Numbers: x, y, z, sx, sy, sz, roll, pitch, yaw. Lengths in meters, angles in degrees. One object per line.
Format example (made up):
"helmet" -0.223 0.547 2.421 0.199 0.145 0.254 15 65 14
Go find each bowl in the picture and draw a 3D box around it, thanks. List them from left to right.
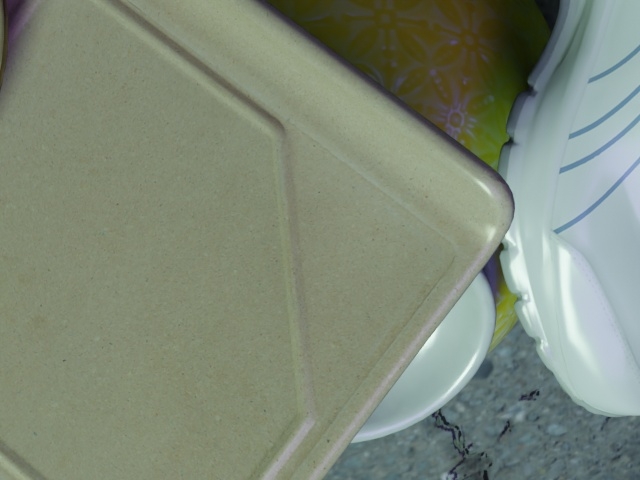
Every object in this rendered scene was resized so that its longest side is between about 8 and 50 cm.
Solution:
"bowl" 0.000 0.000 0.645 0.289 0.156 0.289 -9 129 -12

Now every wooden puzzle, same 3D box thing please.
"wooden puzzle" -0.076 0.013 0.547 0.238 0.221 0.044 -54 169 11

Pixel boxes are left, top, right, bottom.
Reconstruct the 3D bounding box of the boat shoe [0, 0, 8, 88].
"boat shoe" -0.175 -0.030 0.516 0.178 0.064 0.060 -59 159 8

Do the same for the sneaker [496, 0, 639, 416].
"sneaker" 0.152 -0.065 0.570 0.111 0.129 0.297 -14 112 -57
